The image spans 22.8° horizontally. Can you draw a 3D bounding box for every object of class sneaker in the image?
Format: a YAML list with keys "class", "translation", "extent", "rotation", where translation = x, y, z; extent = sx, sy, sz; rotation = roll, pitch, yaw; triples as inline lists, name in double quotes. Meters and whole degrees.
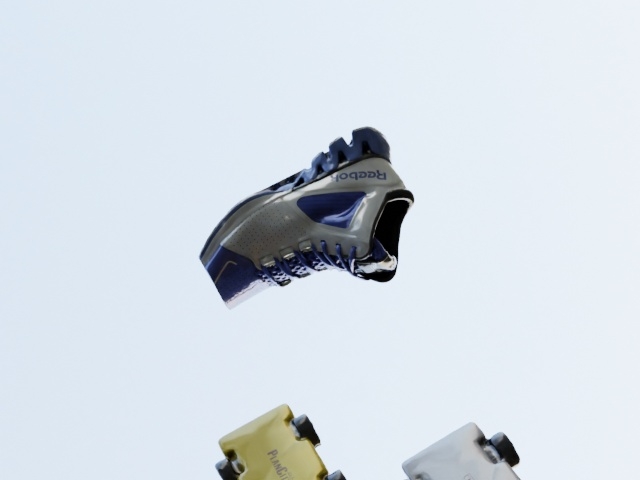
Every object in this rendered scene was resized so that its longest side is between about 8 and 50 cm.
- class: "sneaker"
  translation: [0.001, -0.001, 2.134]
  extent: [0.182, 0.315, 0.127]
  rotation: [52, 179, 34]

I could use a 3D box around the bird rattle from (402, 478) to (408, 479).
- class: "bird rattle"
  translation: [0.054, 0.366, 1.796]
  extent: [0.143, 0.253, 0.207]
  rotation: [76, 175, -59]

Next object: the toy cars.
- class: "toy cars"
  translation: [0.063, 0.246, 1.434]
  extent: [0.176, 0.393, 0.087]
  rotation: [-57, -44, -38]
